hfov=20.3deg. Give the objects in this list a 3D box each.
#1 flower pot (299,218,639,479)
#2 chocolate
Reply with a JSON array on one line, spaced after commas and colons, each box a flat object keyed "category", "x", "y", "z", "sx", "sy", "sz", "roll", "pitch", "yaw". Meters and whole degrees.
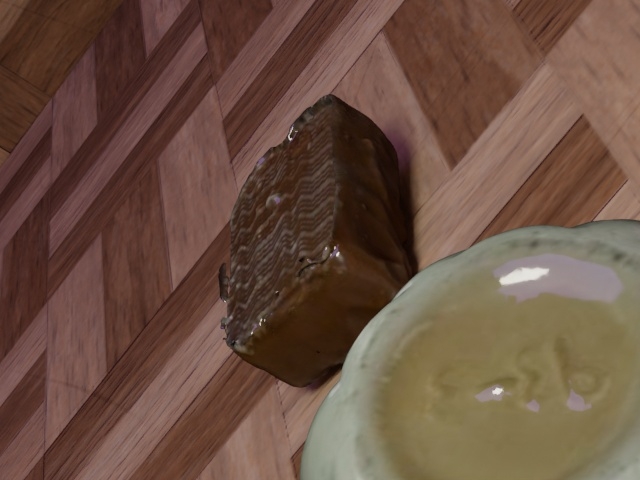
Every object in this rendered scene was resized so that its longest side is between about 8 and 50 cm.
[{"category": "flower pot", "x": 0.111, "y": 0.110, "z": 0.746, "sx": 0.246, "sy": 0.195, "sz": 0.246, "roll": -17, "pitch": 46, "yaw": 18}, {"category": "chocolate", "x": 0.000, "y": 0.000, "z": 1.371, "sx": 0.148, "sy": 0.093, "sz": 0.214, "roll": -43, "pitch": 26, "yaw": 30}]
